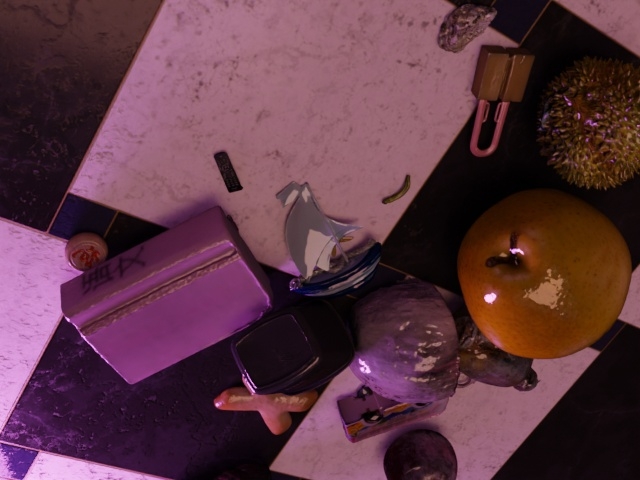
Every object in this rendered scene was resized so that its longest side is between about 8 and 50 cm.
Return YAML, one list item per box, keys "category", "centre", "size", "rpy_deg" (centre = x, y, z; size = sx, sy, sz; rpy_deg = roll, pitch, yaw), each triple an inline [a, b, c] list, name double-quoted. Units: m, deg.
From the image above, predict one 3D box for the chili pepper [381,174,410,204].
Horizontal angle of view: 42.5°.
- category: "chili pepper"
  centre: [0.165, -0.104, 1.746]
  size: [0.083, 0.017, 0.030]
  rpy_deg: [-40, 122, 12]

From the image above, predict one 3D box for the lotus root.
- category: "lotus root"
  centre: [0.409, 0.261, 1.968]
  size: [0.175, 0.175, 0.349]
  rpy_deg: [-41, 132, 12]

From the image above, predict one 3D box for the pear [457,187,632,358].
- category: "pear"
  centre: [0.474, 0.072, 1.752]
  size: [0.362, 0.362, 0.418]
  rpy_deg: [-52, 149, 18]

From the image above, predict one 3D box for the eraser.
- category: "eraser"
  centre: [-0.299, 0.116, 1.675]
  size: [0.359, 0.122, 0.272]
  rpy_deg: [-25, 133, 2]

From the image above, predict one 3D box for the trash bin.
- category: "trash bin"
  centre: [-0.054, 0.231, 1.761]
  size: [0.210, 0.182, 0.290]
  rpy_deg: [-29, 168, 11]

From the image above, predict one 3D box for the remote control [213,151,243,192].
- category: "remote control"
  centre: [-0.183, -0.136, 1.627]
  size: [0.034, 0.016, 0.091]
  rpy_deg: [-12, 126, 11]

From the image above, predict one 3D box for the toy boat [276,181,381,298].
- category: "toy boat"
  centre: [0.000, 0.000, 1.742]
  size: [0.221, 0.067, 0.291]
  rpy_deg: [-28, 122, 4]

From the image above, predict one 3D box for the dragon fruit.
- category: "dragon fruit"
  centre: [0.179, 0.255, 1.871]
  size: [0.221, 0.204, 0.282]
  rpy_deg: [-3, 122, -13]

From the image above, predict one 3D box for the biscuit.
- category: "biscuit"
  centre: [-0.126, 0.378, 1.959]
  size: [0.208, 0.047, 0.164]
  rpy_deg: [33, 107, -30]

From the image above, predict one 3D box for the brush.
- category: "brush"
  centre: [0.352, -0.277, 1.672]
  size: [0.103, 0.047, 0.233]
  rpy_deg: [-1, 124, -16]

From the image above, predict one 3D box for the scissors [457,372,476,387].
- category: "scissors"
  centre: [0.431, 0.343, 2.110]
  size: [0.212, 0.021, 0.110]
  rpy_deg: [12, 115, -22]

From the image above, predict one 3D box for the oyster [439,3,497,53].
- category: "oyster"
  centre: [0.280, -0.402, 1.573]
  size: [0.098, 0.037, 0.100]
  rpy_deg: [4, 121, -18]

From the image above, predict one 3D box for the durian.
- category: "durian"
  centre: [0.548, -0.237, 1.634]
  size: [0.225, 0.291, 0.291]
  rpy_deg: [9, 120, -7]

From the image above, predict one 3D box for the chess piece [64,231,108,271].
- category: "chess piece"
  centre: [-0.465, 0.022, 1.636]
  size: [0.084, 0.038, 0.083]
  rpy_deg: [-9, 124, -13]

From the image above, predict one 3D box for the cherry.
- category: "cherry"
  centre: [0.264, 0.585, 2.121]
  size: [0.195, 0.195, 0.195]
  rpy_deg: [-7, 124, -11]

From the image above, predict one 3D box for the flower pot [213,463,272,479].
- category: "flower pot"
  centre: [-0.249, 0.690, 2.008]
  size: [0.267, 0.266, 0.266]
  rpy_deg: [-6, 124, -1]

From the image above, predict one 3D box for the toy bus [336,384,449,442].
- category: "toy bus"
  centre: [0.182, 0.408, 2.041]
  size: [0.274, 0.090, 0.112]
  rpy_deg: [-17, 132, -5]
